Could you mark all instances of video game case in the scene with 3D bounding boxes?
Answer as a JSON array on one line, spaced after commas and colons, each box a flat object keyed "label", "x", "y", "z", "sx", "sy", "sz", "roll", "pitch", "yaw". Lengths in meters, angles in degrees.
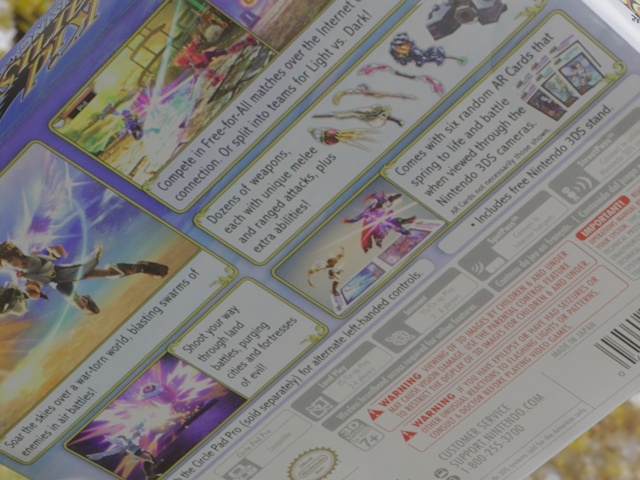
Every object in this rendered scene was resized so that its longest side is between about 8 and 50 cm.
[{"label": "video game case", "x": 0.000, "y": 0.000, "z": 0.605, "sx": 0.244, "sy": 0.269, "sz": 0.061, "roll": 34, "pitch": 27, "yaw": -29}]
